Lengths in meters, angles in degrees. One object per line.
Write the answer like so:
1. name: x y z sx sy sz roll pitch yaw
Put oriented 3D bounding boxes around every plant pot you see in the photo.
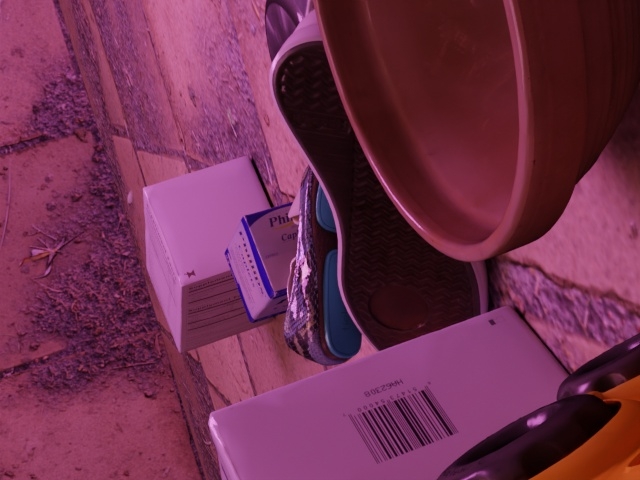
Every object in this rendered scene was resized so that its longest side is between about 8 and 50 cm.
1. plant pot: 0.084 -0.117 0.575 0.237 0.110 0.237 161 90 -74

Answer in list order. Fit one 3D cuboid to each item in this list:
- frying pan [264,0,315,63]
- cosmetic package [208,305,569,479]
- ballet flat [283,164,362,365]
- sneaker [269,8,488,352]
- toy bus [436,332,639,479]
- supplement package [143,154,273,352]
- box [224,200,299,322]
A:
1. frying pan: 0.011 -0.157 0.919 0.326 0.053 0.197 119 130 -74
2. cosmetic package: 0.062 0.198 0.805 0.138 0.224 0.224 -124 21 -45
3. ballet flat: 0.000 0.000 0.903 0.070 0.070 0.188 143 135 -74
4. sneaker: 0.058 -0.039 0.847 0.123 0.106 0.290 -69 -36 -54
5. toy bus: 0.173 0.091 0.427 0.211 0.220 0.149 -39 80 42
6. supplement package: -0.132 0.023 1.458 0.244 0.134 0.139 108 141 -66
7. box: -0.004 0.010 1.006 0.137 0.126 0.072 127 124 -73
